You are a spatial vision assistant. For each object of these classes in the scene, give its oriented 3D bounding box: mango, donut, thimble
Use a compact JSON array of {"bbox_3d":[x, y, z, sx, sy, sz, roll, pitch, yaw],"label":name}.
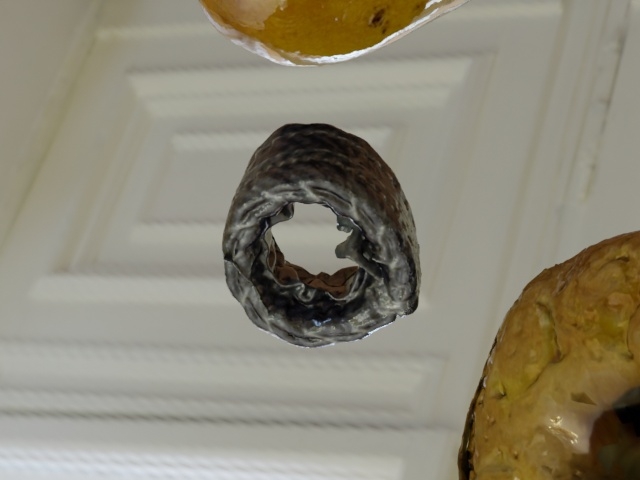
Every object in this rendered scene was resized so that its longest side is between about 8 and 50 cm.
[{"bbox_3d":[0.014,-0.150,0.833,0.165,0.089,0.115,-22,126,-9],"label":"mango"},{"bbox_3d":[0.207,0.125,0.830,0.150,0.299,0.317,13,150,-30],"label":"donut"},{"bbox_3d":[-0.002,-0.001,0.814,0.095,0.066,0.104,-33,114,21],"label":"thimble"}]
